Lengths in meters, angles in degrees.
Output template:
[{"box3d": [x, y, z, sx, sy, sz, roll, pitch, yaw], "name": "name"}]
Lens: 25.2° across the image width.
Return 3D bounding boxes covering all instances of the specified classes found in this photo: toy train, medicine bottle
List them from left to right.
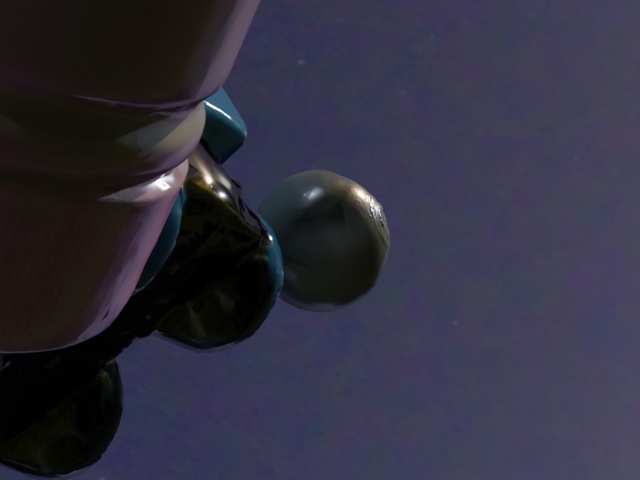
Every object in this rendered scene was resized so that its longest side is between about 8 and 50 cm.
[{"box3d": [-0.194, -0.005, 0.915, 0.300, 0.265, 0.188, -38, -28, 12], "name": "toy train"}, {"box3d": [-0.112, -0.138, 0.556, 0.202, 0.202, 0.315, 4, -62, -48], "name": "medicine bottle"}]

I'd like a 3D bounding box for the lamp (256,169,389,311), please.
[{"box3d": [0.000, 0.000, 1.060, 0.105, 0.105, 0.105, -18, -65, -43], "name": "lamp"}]
